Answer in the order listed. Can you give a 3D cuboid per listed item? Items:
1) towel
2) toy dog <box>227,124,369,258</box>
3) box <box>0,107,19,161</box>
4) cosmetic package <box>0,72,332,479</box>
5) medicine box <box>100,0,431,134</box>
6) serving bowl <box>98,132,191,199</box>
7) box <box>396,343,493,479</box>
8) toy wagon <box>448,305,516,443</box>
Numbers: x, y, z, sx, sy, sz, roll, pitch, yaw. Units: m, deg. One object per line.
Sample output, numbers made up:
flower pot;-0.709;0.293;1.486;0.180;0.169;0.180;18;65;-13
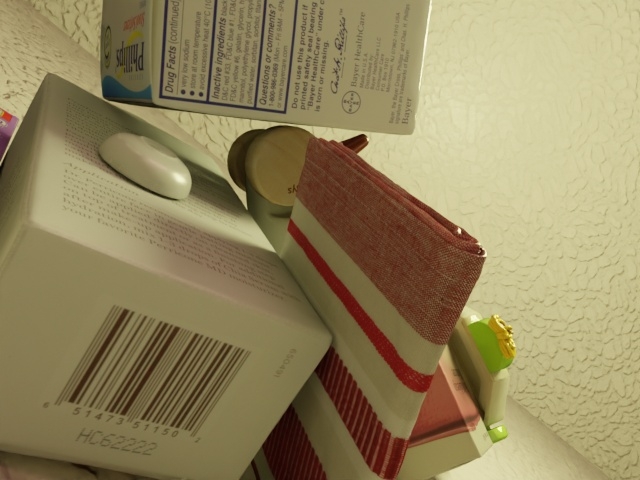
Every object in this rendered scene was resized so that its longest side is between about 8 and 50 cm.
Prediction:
towel;0.007;0.103;0.465;0.037;0.329;0.237;5;23;-24
toy dog;0.000;0.000;0.693;0.220;0.161;0.334;-124;-157;-49
box;-0.440;-0.132;0.602;0.201;0.057;0.293;34;8;-31
cosmetic package;-0.194;-0.001;0.560;0.230;0.161;0.453;27;12;-31
medicine box;-0.074;-0.210;0.645;0.289;0.149;0.263;1;12;-30
serving bowl;-0.145;-0.069;0.494;0.083;0.027;0.083;32;11;-7
box;0.146;0.225;0.868;0.148;0.127;0.232;27;38;-65
toy wagon;0.226;0.216;0.980;0.068;0.344;0.267;-9;66;-31
